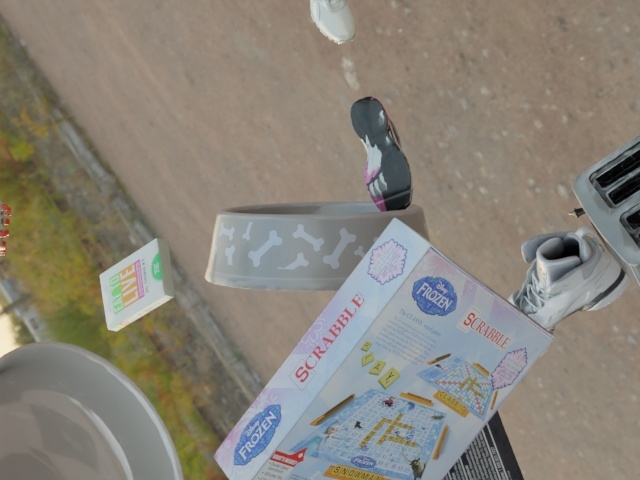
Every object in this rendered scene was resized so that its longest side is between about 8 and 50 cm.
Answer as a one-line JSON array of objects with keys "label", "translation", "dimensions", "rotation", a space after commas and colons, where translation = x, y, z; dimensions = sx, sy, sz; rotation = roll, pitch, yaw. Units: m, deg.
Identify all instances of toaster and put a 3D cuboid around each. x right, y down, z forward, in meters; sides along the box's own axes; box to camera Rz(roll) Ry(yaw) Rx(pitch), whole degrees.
[{"label": "toaster", "translation": [0.451, -0.044, 1.238], "dimensions": [0.110, 0.185, 0.168], "rotation": [36, -156, -54]}]

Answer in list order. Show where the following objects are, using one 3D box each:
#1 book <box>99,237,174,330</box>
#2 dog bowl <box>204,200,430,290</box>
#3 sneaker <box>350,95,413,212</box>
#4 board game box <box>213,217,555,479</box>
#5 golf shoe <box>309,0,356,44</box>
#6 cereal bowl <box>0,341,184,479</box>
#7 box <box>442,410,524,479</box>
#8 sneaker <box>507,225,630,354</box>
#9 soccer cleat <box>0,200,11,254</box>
[{"label": "book", "translation": [-0.281, 0.070, 1.393], "dimensions": [0.144, 0.035, 0.096], "rotation": [-31, 59, 34]}, {"label": "dog bowl", "translation": [0.000, 0.000, 1.341], "dimensions": [0.349, 0.348, 0.102], "rotation": [-166, 74, -66]}, {"label": "sneaker", "translation": [0.102, -0.126, 1.350], "dimensions": [0.077, 0.072, 0.178], "rotation": [7, -110, -70]}, {"label": "board game box", "translation": [0.087, 0.171, 1.022], "dimensions": [0.318, 0.318, 0.066], "rotation": [33, -174, -47]}, {"label": "golf shoe", "translation": [0.011, -0.415, 1.506], "dimensions": [0.176, 0.069, 0.086], "rotation": [64, 172, -4]}, {"label": "cereal bowl", "translation": [-0.333, 0.306, 1.127], "dimensions": [0.339, 0.141, 0.339], "rotation": [43, -151, -30]}, {"label": "box", "translation": [0.182, 0.391, 1.595], "dimensions": [0.183, 0.294, 0.296], "rotation": [73, -178, -50]}, {"label": "sneaker", "translation": [0.420, 0.108, 1.771], "dimensions": [0.210, 0.366, 0.137], "rotation": [39, -161, -47]}, {"label": "soccer cleat", "translation": [-0.453, -0.013, 1.193], "dimensions": [0.196, 0.076, 0.068], "rotation": [151, 125, -67]}]
